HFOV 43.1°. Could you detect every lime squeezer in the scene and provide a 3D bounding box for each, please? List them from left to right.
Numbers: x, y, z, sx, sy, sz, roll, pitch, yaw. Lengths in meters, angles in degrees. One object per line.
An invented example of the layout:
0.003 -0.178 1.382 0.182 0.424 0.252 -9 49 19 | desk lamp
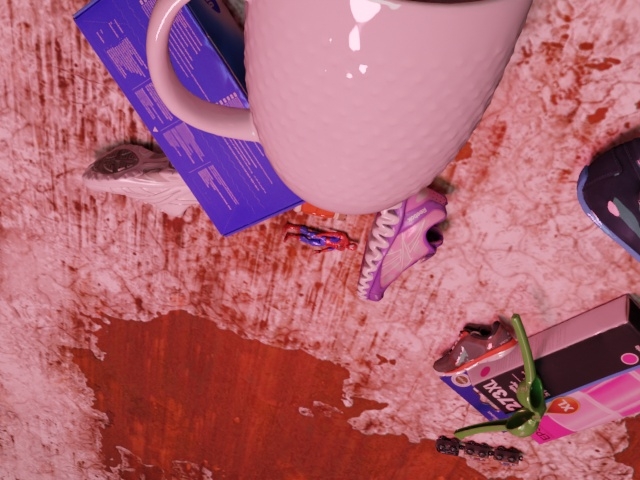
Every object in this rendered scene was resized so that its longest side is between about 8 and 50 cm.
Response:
0.302 0.238 1.254 0.110 0.059 0.310 42 141 28 | lime squeezer

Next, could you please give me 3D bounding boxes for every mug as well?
0.006 -0.196 0.862 0.374 0.276 0.328 1 141 -10 | mug

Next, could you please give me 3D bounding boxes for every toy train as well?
0.289 0.390 1.485 0.158 0.027 0.036 7 136 15 | toy train

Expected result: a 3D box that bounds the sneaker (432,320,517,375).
0.238 0.168 1.295 0.158 0.061 0.064 -30 89 37 | sneaker

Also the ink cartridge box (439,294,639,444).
0.377 0.225 1.283 0.176 0.069 0.371 41 134 -18 | ink cartridge box

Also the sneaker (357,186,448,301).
0.118 0.008 1.161 0.105 0.095 0.236 13 133 -2 | sneaker

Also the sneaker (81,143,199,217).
-0.248 -0.078 1.216 0.232 0.090 0.115 2 135 19 | sneaker

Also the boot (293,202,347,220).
0.005 -0.095 1.110 0.085 0.059 0.158 7 128 -6 | boot

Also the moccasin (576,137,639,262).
0.473 0.007 0.996 0.342 0.137 0.117 33 129 -12 | moccasin

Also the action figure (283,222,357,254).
0.000 0.000 1.237 0.115 0.030 0.038 9 128 10 | action figure

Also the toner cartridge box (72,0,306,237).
-0.149 -0.184 1.047 0.165 0.075 0.347 -21 110 33 | toner cartridge box
